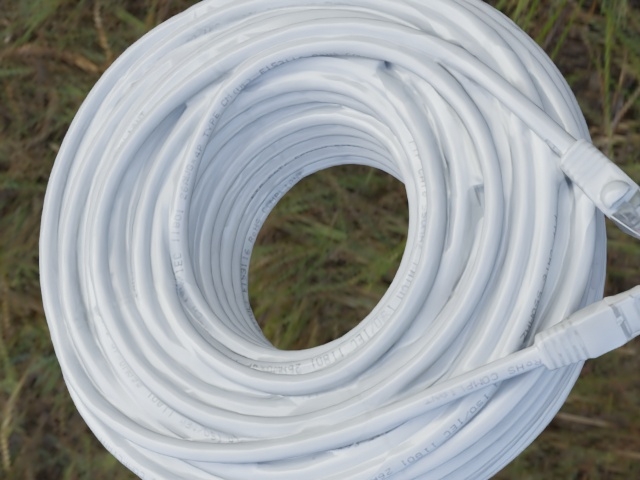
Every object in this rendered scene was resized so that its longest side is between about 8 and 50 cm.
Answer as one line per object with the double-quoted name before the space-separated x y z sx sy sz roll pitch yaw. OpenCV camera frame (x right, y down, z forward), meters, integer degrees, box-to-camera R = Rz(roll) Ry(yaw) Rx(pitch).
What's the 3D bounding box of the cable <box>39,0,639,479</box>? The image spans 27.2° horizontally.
"cable" 0.000 0.000 0.595 0.257 0.257 0.089 -35 154 10
